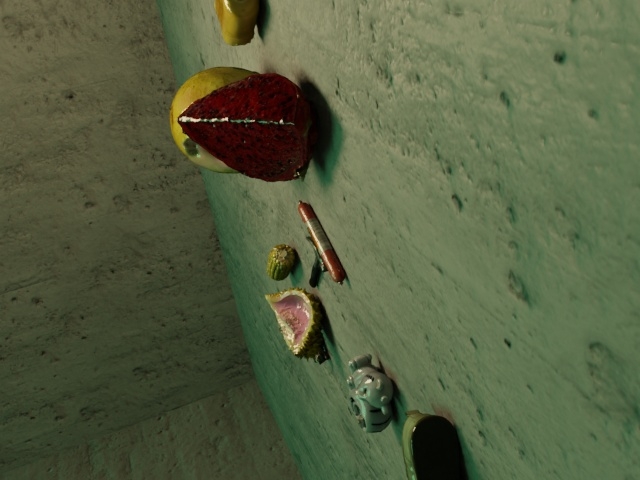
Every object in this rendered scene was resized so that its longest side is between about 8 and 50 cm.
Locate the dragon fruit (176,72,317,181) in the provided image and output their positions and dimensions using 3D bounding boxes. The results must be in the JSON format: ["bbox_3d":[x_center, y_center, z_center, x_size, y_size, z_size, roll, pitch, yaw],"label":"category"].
[{"bbox_3d":[-0.105,-0.232,1.381,0.316,0.152,0.205,8,149,32],"label":"dragon fruit"}]

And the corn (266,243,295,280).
[{"bbox_3d":[-0.118,0.066,1.967,0.238,0.080,0.080,122,129,-73],"label":"corn"}]

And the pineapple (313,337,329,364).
[{"bbox_3d":[-0.027,0.279,1.924,0.159,0.074,0.074,60,163,13],"label":"pineapple"}]

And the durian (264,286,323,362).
[{"bbox_3d":[-0.057,0.217,1.823,0.182,0.132,0.165,44,157,55],"label":"durian"}]

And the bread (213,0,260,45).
[{"bbox_3d":[-0.181,-0.518,1.470,0.173,0.085,0.134,148,107,-77],"label":"bread"}]

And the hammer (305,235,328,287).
[{"bbox_3d":[-0.013,0.064,1.674,0.246,0.029,0.103,106,144,-68],"label":"hammer"}]

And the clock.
[{"bbox_3d":[0.114,0.341,1.420,0.117,0.079,0.176,-134,31,-59],"label":"clock"}]

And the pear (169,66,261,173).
[{"bbox_3d":[-0.214,-0.280,1.558,0.271,0.271,0.271,162,90,-76],"label":"pear"}]

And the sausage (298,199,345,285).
[{"bbox_3d":[0.000,0.000,1.533,0.034,0.034,0.253,92,157,-54],"label":"sausage"}]

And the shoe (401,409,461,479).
[{"bbox_3d":[0.200,0.423,1.168,0.098,0.103,0.275,-163,62,-74],"label":"shoe"}]
